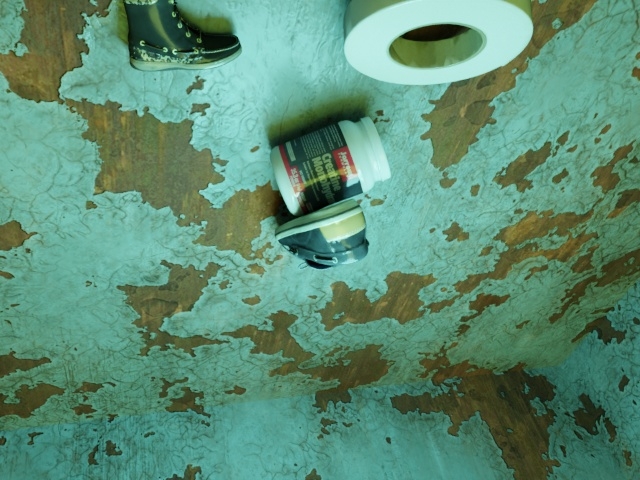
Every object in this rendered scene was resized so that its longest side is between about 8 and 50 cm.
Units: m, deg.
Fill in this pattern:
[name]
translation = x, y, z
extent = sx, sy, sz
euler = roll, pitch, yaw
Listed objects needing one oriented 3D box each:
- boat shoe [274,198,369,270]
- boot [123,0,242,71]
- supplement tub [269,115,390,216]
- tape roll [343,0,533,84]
[boat shoe]
translation = 0.000, 0.000, 1.507
extent = 0.186, 0.156, 0.500
euler = -23, -176, -16
[boot]
translation = -0.281, -0.441, 1.151
extent = 0.236, 0.085, 0.179
euler = -9, 136, -10
[supplement tub]
translation = 0.024, -0.190, 1.456
extent = 0.272, 0.191, 0.191
euler = -21, 139, 3
[tape roll]
translation = 0.241, -0.437, 1.197
extent = 0.391, 0.072, 0.392
euler = 0, 171, 0
